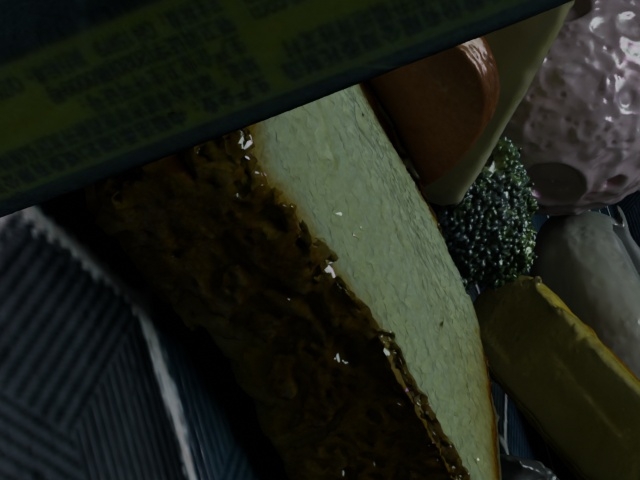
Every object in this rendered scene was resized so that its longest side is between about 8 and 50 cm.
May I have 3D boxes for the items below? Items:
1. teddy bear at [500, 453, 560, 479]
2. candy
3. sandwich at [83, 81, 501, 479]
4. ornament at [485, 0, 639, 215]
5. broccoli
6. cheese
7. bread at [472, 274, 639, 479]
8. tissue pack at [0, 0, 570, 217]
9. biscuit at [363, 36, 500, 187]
[{"bbox_3d":[0.214,0.279,0.903,0.251,0.144,0.171,51,39,-38],"label":"teddy bear"},{"bbox_3d":[0.335,0.161,1.270,0.427,0.186,0.386,62,13,-21],"label":"candy"},{"bbox_3d":[0.000,0.000,0.645,0.301,0.099,0.271,59,15,-29],"label":"sandwich"},{"bbox_3d":[0.237,-0.143,1.192,0.259,0.259,0.225,52,37,-43],"label":"ornament"},{"bbox_3d":[0.133,-0.025,1.042,0.122,0.118,0.204,63,8,-5],"label":"broccoli"},{"bbox_3d":[0.116,-0.188,0.924,0.265,0.124,0.242,-68,179,-61],"label":"cheese"},{"bbox_3d":[0.218,0.133,1.015,0.094,0.102,0.245,40,7,-48],"label":"bread"},{"bbox_3d":[-0.021,-0.122,0.455,0.185,0.257,0.081,-87,153,-49],"label":"tissue pack"},{"bbox_3d":[0.016,-0.113,0.762,0.192,0.186,0.036,45,57,-4],"label":"biscuit"}]
